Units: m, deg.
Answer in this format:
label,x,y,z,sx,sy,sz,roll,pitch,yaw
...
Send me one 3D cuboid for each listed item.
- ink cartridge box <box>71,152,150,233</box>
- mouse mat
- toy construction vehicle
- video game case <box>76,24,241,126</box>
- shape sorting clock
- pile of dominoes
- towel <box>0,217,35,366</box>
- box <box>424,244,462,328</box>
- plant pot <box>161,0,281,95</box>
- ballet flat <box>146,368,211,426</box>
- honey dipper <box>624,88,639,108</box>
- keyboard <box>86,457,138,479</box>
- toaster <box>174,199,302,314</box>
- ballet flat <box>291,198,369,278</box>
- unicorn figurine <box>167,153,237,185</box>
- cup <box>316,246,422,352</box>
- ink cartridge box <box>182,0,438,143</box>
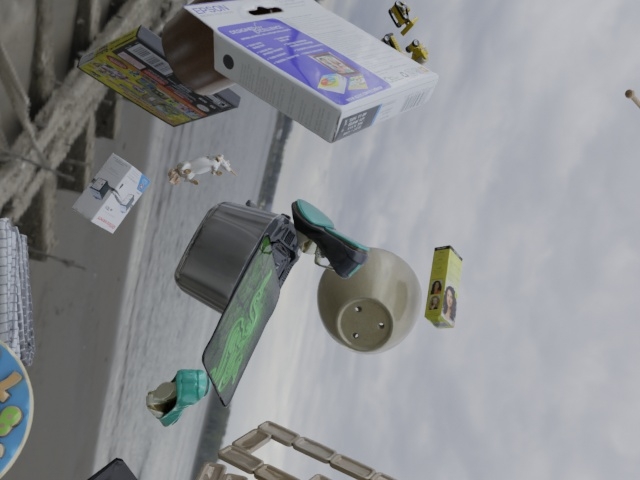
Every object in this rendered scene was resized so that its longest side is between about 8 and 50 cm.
label,x,y,z,sx,sy,sz,roll,pitch,yaw
ink cartridge box,-0.587,-0.131,1.805,0.191,0.082,0.139,-57,167,-7
mouse mat,-0.094,0.102,0.814,0.152,0.007,0.190,84,26,-54
toy construction vehicle,0.129,-0.299,0.965,0.098,0.035,0.086,60,-28,5
video game case,-0.358,-0.353,1.424,0.248,0.275,0.035,-5,-115,42
shape sorting clock,-0.430,0.194,0.711,0.040,0.206,0.206,128,-26,-70
pile of dominoes,-0.020,0.310,0.763,0.196,0.251,0.040,-12,114,-58
towel,-0.661,0.112,1.184,0.121,0.235,0.284,76,5,-78
box,0.359,0.134,1.860,0.058,0.087,0.232,-12,-128,36
plant pot,-0.132,-0.301,0.943,0.165,0.167,0.167,-20,-136,31
ballet flat,-0.314,0.324,1.335,0.247,0.087,0.083,-43,-138,45
honey dipper,0.637,-0.249,1.251,0.030,0.160,0.030,-29,-132,38
keyboard,-0.388,0.520,1.246,0.108,0.180,0.023,-37,-160,-25
toaster,-0.140,0.043,1.071,0.227,0.146,0.129,-63,151,-9
ballet flat,0.000,0.000,1.002,0.203,0.074,0.074,40,-59,49
unicorn figurine,-0.236,-0.151,1.315,0.111,0.162,0.060,-144,-126,-63
cup,0.139,0.209,1.903,0.237,0.331,0.331,-64,170,-74
ink cartridge box,-0.007,-0.193,0.679,0.206,0.208,0.045,-32,153,-48
